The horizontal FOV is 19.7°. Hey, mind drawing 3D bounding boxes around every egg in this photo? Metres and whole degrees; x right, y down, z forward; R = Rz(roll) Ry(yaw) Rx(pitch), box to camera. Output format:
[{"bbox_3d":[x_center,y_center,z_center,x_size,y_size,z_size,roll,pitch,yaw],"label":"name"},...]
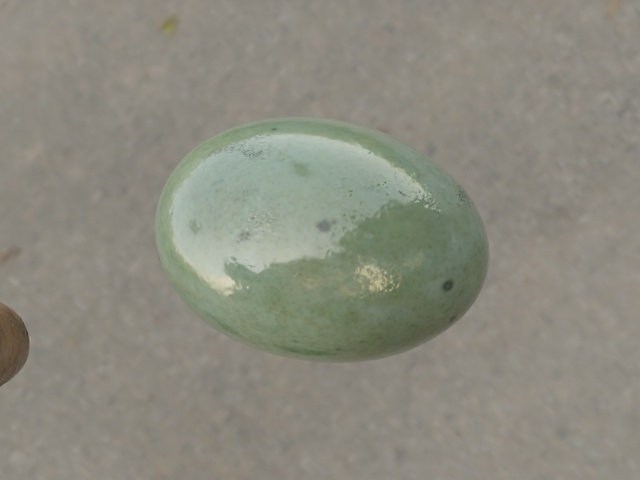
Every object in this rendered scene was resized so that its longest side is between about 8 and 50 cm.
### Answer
[{"bbox_3d":[0.000,0.000,1.278,0.236,0.169,0.169,14,65,12],"label":"egg"}]

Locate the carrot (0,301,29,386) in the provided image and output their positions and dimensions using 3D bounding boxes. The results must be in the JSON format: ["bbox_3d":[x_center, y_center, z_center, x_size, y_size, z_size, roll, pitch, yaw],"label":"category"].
[{"bbox_3d":[-0.135,0.038,0.626,0.036,0.165,0.035,0,89,9],"label":"carrot"}]
